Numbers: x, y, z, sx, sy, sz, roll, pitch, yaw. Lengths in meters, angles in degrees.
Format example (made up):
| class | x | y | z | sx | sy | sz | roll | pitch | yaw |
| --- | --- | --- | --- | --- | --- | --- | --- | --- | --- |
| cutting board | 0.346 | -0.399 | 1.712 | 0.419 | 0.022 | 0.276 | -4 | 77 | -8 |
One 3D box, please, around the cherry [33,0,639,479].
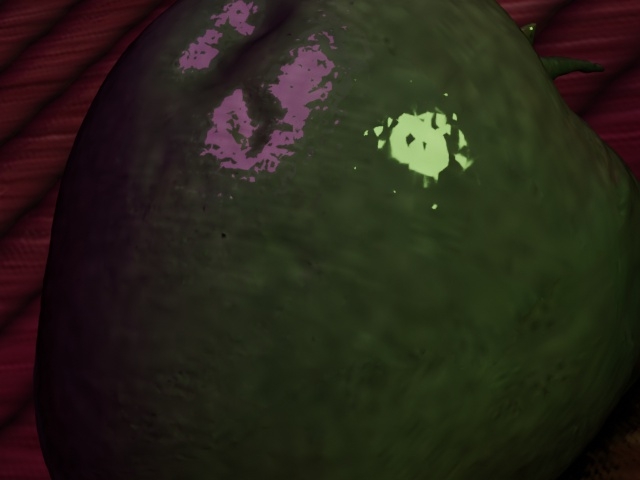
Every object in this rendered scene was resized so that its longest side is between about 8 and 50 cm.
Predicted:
| class | x | y | z | sx | sy | sz | roll | pitch | yaw |
| --- | --- | --- | --- | --- | --- | --- | --- | --- | --- |
| cherry | 0.009 | 0.008 | 0.659 | 0.183 | 0.213 | 0.266 | 17 | 71 | 49 |
